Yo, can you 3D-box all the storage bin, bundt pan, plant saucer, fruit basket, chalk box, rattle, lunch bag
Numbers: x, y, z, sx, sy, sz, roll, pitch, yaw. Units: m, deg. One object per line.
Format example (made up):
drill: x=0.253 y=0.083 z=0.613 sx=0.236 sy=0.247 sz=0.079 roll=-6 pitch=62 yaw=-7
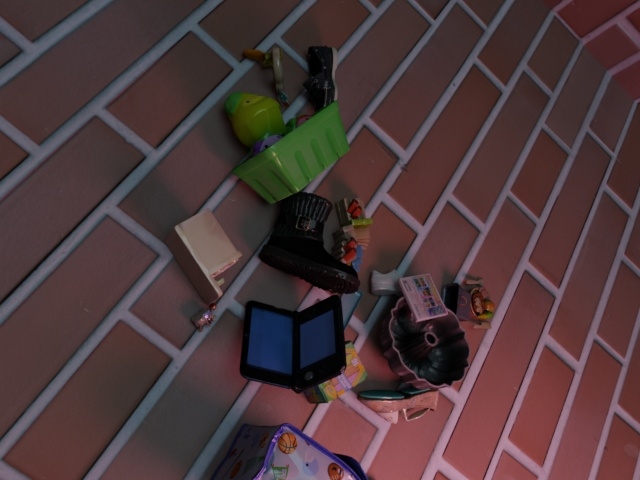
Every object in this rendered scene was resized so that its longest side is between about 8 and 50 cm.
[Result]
storage bin: x=0.505 y=0.233 z=1.987 sx=0.091 sy=0.098 sz=0.135 roll=22 pitch=66 yaw=-30
bundt pan: x=0.335 y=0.348 z=1.821 sx=0.330 sy=0.124 sz=0.331 roll=15 pitch=54 yaw=-22
plant saucer: x=0.077 y=0.237 z=1.813 sx=0.067 sy=0.018 sz=0.192 roll=36 pitch=62 yaw=-13
fruit basket: x=-0.139 y=-0.349 z=1.743 sx=0.391 sy=0.282 sz=0.393 roll=10 pitch=73 yaw=-36
chalk box: x=0.013 y=0.416 z=1.664 sx=0.213 sy=0.132 sz=0.132 roll=-24 pitch=87 yaw=-28
rattle: x=-0.185 y=-0.564 z=1.887 sx=0.142 sy=0.130 sz=0.200 roll=-7 pitch=105 yaw=-17
lunch bag: x=-0.048 y=0.662 z=1.454 sx=0.385 sy=0.328 sz=0.239 roll=38 pitch=61 yaw=-10

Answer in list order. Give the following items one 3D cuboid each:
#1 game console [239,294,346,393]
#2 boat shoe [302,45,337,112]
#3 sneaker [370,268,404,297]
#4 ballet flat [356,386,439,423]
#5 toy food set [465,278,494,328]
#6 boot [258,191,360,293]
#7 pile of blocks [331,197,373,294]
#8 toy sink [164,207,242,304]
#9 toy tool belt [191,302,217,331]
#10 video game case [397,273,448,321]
game console: x=-0.077 y=0.271 z=1.577 sx=0.173 sy=0.250 sz=0.293 roll=47 pitch=25 yaw=-33
boat shoe: x=-0.008 y=-0.562 z=1.939 sx=0.113 sy=0.127 sz=0.340 roll=12 pitch=69 yaw=-22
sneaker: x=0.275 y=0.147 z=1.908 sx=0.212 sy=0.080 sz=0.094 roll=10 pitch=60 yaw=-22
ballet flat: x=0.261 y=0.539 z=1.771 sx=0.315 sy=0.107 sz=0.106 roll=2 pitch=88 yaw=-25
toy food set: x=0.610 y=0.236 z=2.048 sx=0.132 sy=0.038 sz=0.192 roll=5 pitch=72 yaw=-40
boot: x=-0.001 y=-0.002 z=1.726 sx=0.347 sy=0.131 sz=0.260 roll=23 pitch=65 yaw=8
pile of blocks: x=0.114 y=0.009 z=1.842 sx=0.148 sy=0.112 sz=0.363 roll=19 pitch=68 yaw=-20
toy sink: x=-0.328 y=0.048 z=1.591 sx=0.131 sy=0.152 sz=0.234 roll=-34 pitch=91 yaw=-30
toy tool belt: x=-0.335 y=0.228 z=1.600 sx=0.083 sy=0.052 sz=0.051 roll=-40 pitch=126 yaw=-26
video game case: x=0.346 y=0.191 z=1.837 sx=0.143 sy=0.019 sz=0.157 roll=-5 pitch=63 yaw=-34
